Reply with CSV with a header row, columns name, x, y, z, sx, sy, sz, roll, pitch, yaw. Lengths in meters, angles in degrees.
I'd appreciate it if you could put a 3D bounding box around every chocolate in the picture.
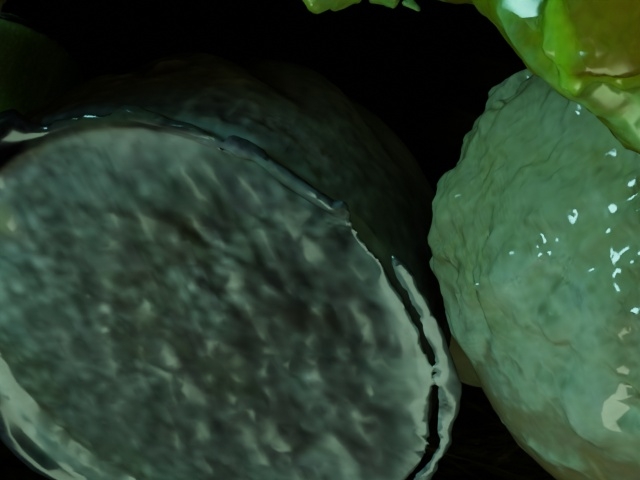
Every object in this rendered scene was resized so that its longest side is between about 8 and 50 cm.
name,x,y,z,sx,sy,sz,roll,pitch,yaw
chocolate,-0.048,0.005,0.743,0.303,0.213,0.303,9,126,13

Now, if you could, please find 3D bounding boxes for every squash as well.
name,x,y,z,sx,sy,sz,roll,pitch,yaw
squash,-0.205,-0.056,0.755,0.105,0.132,0.105,10,159,4

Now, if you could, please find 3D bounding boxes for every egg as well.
name,x,y,z,sx,sy,sz,roll,pitch,yaw
egg,0.193,0.007,0.567,0.279,0.279,0.310,23,143,-33

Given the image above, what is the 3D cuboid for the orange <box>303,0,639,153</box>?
name,x,y,z,sx,sy,sz,roll,pitch,yaw
orange,0.083,-0.120,0.404,0.179,0.158,0.237,9,-162,-33

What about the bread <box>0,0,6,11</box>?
name,x,y,z,sx,sy,sz,roll,pitch,yaw
bread,-0.222,-0.149,0.527,0.152,0.130,0.267,3,160,3

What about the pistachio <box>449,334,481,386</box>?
name,x,y,z,sx,sy,sz,roll,pitch,yaw
pistachio,0.127,0.038,0.880,0.131,0.129,0.206,27,162,-17
